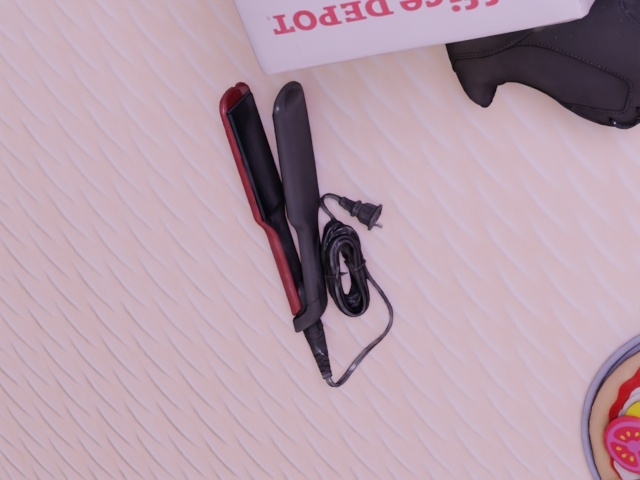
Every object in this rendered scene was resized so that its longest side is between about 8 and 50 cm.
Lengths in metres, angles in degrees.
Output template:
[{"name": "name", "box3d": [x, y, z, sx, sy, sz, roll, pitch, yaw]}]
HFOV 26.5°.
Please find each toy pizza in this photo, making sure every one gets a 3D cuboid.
[{"name": "toy pizza", "box3d": [0.266, 0.142, 0.881, 0.201, 0.032, 0.201, 11, 119, 21]}]

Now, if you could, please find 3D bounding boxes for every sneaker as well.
[{"name": "sneaker", "box3d": [0.194, -0.125, 0.747, 0.286, 0.109, 0.130, 8, 125, 33]}]

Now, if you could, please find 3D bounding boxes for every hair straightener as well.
[{"name": "hair straightener", "box3d": [0.000, 0.000, 0.929, 0.089, 0.047, 0.230, -1, 115, 27]}]

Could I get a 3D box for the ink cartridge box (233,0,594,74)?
[{"name": "ink cartridge box", "box3d": [0.034, -0.223, 0.622, 0.171, 0.168, 0.232, -5, 122, 29]}]
